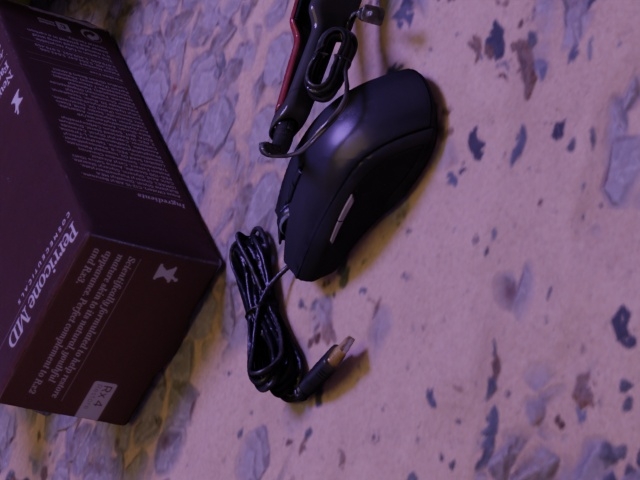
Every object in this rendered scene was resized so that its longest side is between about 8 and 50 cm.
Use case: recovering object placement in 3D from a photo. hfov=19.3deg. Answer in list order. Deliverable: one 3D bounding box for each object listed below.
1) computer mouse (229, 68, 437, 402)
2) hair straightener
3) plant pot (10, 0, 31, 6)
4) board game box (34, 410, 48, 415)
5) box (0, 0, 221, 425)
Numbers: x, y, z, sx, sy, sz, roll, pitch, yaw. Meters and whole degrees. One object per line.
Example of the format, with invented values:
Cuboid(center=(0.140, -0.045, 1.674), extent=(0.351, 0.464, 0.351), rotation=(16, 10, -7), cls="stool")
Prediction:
Cuboid(center=(0.000, 0.000, 1.389), extent=(0.262, 0.060, 0.184), rotation=(-46, 42, 38), cls="computer mouse")
Cuboid(center=(0.003, -0.154, 1.395), extent=(0.089, 0.047, 0.230), rotation=(-27, 35, 49), cls="hair straightener")
Cuboid(center=(-0.382, -0.401, 1.966), extent=(0.275, 0.275, 0.293), rotation=(-4, 60, 56), cls="plant pot")
Cuboid(center=(-0.318, 0.072, 1.763), extent=(0.060, 0.194, 0.194), rotation=(-50, 55, 36), cls="board game box")
Cuboid(center=(-0.238, -0.033, 1.692), extent=(0.191, 0.143, 0.381), rotation=(-59, 38, 24), cls="box")
